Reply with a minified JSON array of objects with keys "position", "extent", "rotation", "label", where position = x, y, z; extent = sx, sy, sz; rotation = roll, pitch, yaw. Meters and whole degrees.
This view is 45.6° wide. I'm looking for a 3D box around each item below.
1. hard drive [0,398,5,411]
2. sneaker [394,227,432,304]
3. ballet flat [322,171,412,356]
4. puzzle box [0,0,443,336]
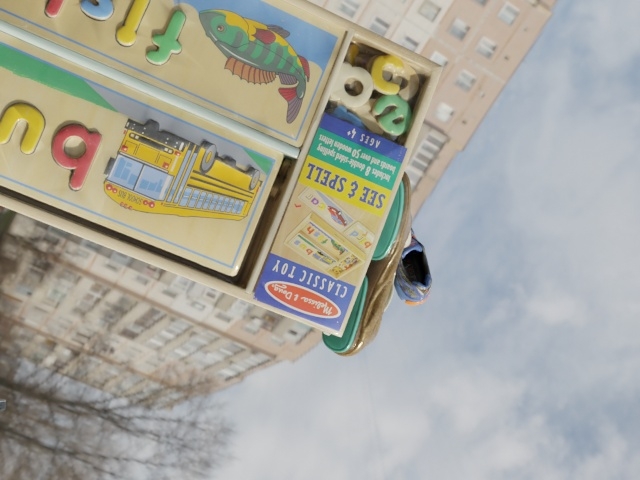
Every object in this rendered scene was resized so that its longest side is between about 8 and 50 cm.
[{"position":[-0.607,0.278,1.265],"extent":[0.135,0.094,0.022],"rotation":[21,68,-72],"label":"hard drive"},{"position":[0.154,0.008,1.406],"extent":[0.083,0.221,0.087],"rotation":[-24,172,-16],"label":"sneaker"},{"position":[0.097,0.037,1.311],"extent":[0.116,0.124,0.342],"rotation":[20,-79,35],"label":"ballet flat"},{"position":[-0.122,-0.111,0.669],"extent":[0.052,0.409,0.272],"rotation":[177,-66,-77],"label":"puzzle box"}]
